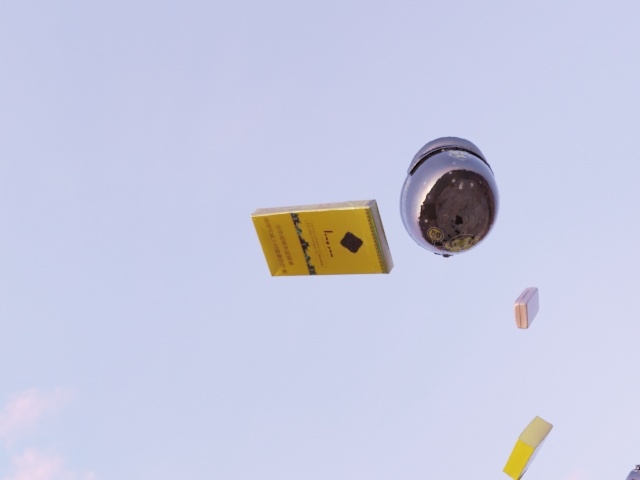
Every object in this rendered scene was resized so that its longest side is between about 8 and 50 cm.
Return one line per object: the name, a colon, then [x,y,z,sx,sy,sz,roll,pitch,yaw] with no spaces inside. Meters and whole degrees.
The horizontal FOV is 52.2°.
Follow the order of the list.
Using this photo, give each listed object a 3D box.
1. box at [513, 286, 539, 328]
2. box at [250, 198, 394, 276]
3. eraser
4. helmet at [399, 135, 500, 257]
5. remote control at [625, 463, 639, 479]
box: [0.352,0.114,1.114,0.025,0.115,0.048,1,-79,28]
box: [-0.001,0.000,1.327,0.279,0.041,0.153,-3,-63,29]
eraser: [0.463,0.466,1.461,0.097,0.045,0.122,-28,-40,-43]
helmet: [0.302,-0.094,1.473,0.231,0.160,0.278,4,-81,-1]
remote control: [0.782,0.624,1.554,0.145,0.062,0.398,-6,-40,10]
